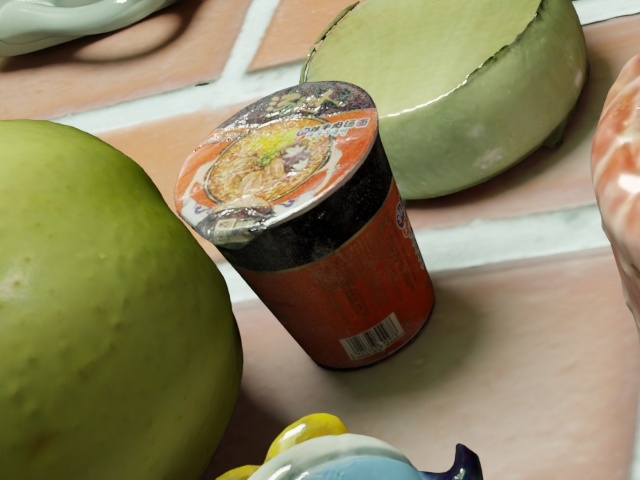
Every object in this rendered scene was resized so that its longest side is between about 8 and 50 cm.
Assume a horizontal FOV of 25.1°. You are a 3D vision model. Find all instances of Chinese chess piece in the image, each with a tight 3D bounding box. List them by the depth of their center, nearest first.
[{"bbox_3d":[0.081,-0.109,0.943,0.188,0.083,0.188,-22,35,16],"label":"Chinese chess piece"}]

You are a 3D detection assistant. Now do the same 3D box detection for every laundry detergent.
[{"bbox_3d":[-0.176,-0.253,1.275,0.280,0.105,0.215,0,44,32],"label":"laundry detergent"}]

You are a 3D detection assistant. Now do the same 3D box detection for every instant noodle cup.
[{"bbox_3d":[0.002,-0.001,0.816,0.127,0.135,0.127,-19,36,15],"label":"instant noodle cup"}]

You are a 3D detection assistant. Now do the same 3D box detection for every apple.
[{"bbox_3d":[-0.172,0.070,0.751,0.279,0.279,0.279,-19,37,15],"label":"apple"}]

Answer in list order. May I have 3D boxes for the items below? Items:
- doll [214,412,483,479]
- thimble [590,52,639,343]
[{"bbox_3d":[0.048,0.170,0.575,0.177,0.141,0.314,-35,32,-14],"label":"doll"},{"bbox_3d":[0.248,-0.023,0.648,0.239,0.162,0.239,-19,37,16],"label":"thimble"}]
